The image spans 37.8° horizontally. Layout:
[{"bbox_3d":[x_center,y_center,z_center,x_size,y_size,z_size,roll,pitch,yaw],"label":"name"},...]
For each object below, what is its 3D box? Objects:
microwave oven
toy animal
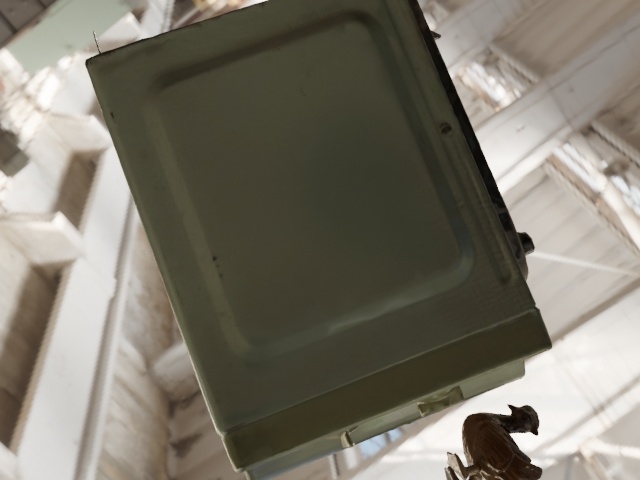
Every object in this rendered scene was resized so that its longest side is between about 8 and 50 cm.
[{"bbox_3d":[0.000,0.000,0.688,0.219,0.286,0.355,-19,172,-6],"label":"microwave oven"},{"bbox_3d":[0.283,0.332,1.401,0.179,0.089,0.188,-21,-126,-21],"label":"toy animal"}]
